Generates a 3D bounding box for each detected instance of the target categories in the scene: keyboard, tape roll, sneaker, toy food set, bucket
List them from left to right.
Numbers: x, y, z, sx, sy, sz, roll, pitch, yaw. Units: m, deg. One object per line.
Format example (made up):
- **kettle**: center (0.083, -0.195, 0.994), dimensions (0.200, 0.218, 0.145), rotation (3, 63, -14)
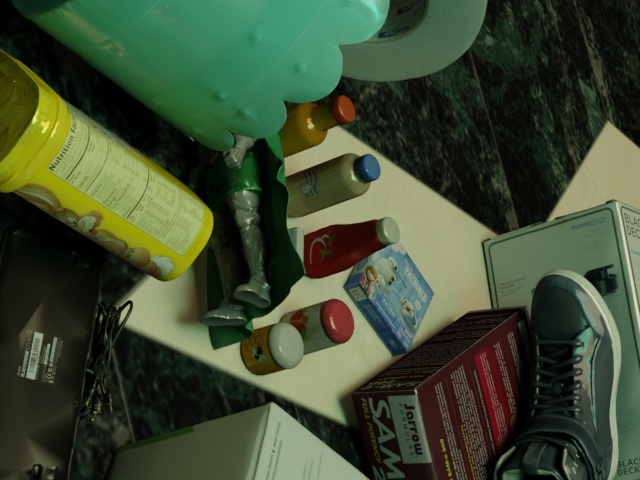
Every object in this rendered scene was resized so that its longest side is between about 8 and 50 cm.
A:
- **keyboard**: center (-0.188, 0.088, 0.897), dimensions (0.100, 0.038, 0.192), rotation (17, 59, -21)
- **bucket**: center (-0.087, -0.225, 0.969), dimensions (0.183, 0.281, 0.281), rotation (31, 51, -35)
- **toy food set**: center (0.000, 0.000, 1.108), dimensions (0.111, 0.104, 0.232), rotation (29, 53, -43)
- **tape roll**: center (0.046, -0.245, 1.183), dimensions (0.219, 0.219, 0.072), rotation (42, 45, -34)
- **sneaker**: center (0.218, 0.149, 1.209), dimensions (0.163, 0.086, 0.226), rotation (-19, 102, -57)

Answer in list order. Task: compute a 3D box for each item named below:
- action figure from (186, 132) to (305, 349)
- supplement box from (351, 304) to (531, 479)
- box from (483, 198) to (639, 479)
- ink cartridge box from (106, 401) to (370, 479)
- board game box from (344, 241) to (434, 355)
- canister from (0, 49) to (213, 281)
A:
- **action figure**: center (-0.071, -0.046, 1.048), dimensions (0.063, 0.137, 0.232), rotation (16, 53, -34)
- **supplement box**: center (0.131, 0.158, 1.223), dimensions (0.239, 0.073, 0.130), rotation (-25, 104, -54)
- **box**: center (0.281, 0.120, 1.368), dimensions (0.087, 0.169, 0.290), rotation (13, 64, -49)
- **ink cartridge box**: center (-0.032, 0.218, 0.925), dimensions (0.212, 0.154, 0.093), rotation (43, 42, -31)
- **board game box**: center (0.068, 0.047, 1.248), dimensions (0.090, 0.020, 0.090), rotation (54, 38, -22)
- **canister**: center (-0.166, -0.048, 0.906), dimensions (0.170, 0.126, 0.073), rotation (36, 92, -41)
